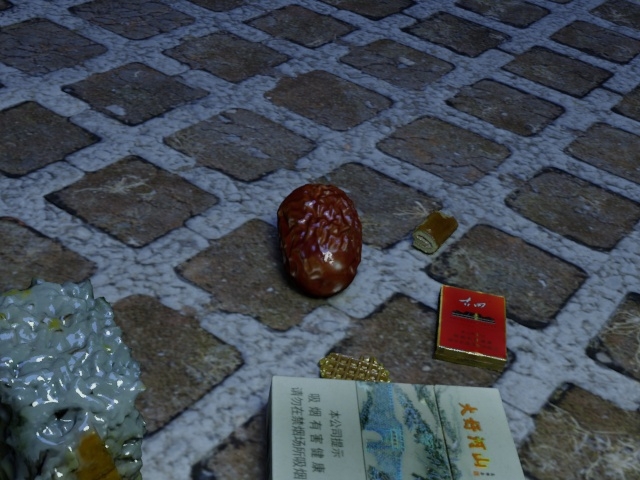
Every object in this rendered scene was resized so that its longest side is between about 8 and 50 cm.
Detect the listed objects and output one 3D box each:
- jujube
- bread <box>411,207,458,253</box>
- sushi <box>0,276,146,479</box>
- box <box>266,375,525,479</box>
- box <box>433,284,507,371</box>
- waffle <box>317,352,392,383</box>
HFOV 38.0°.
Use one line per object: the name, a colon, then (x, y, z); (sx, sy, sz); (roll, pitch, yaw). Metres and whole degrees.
jujube: (0.000, 0.000, 1.253); (0.112, 0.109, 0.176); (-25, 42, 15)
bread: (0.167, -0.013, 1.364); (0.047, 0.036, 0.083); (31, 38, 16)
sushi: (-0.249, 0.160, 0.885); (0.139, 0.184, 0.274); (-12, 41, -26)
box: (0.072, 0.226, 0.965); (0.256, 0.069, 0.164); (4, 35, -7)
box: (0.194, 0.112, 1.200); (0.090, 0.023, 0.133); (13, 35, 3)
waffle: (0.043, 0.160, 1.101); (0.085, 0.016, 0.078); (-5, 41, -18)
